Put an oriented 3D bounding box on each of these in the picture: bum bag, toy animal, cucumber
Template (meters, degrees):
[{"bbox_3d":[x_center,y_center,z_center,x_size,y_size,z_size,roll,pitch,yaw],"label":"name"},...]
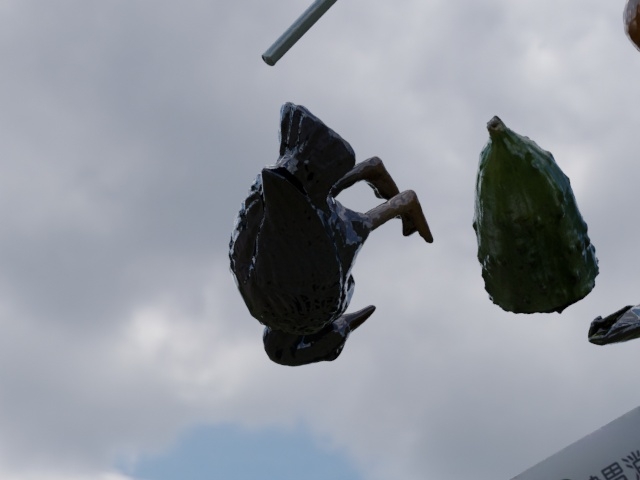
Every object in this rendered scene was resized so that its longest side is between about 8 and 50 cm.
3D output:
[{"bbox_3d":[0.491,0.095,2.532,0.106,0.060,0.232,-12,-16,-46],"label":"bum bag"},{"bbox_3d":[0.000,0.000,1.574,0.185,0.122,0.298,-35,-31,-8],"label":"toy animal"},{"bbox_3d":[0.224,-0.039,1.958,0.134,0.134,0.244,-4,-46,22],"label":"cucumber"}]

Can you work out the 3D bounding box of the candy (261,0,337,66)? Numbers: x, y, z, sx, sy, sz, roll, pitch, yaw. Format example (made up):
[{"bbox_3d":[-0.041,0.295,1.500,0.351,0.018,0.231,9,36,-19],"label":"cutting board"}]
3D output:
[{"bbox_3d":[0.073,-0.289,1.650,0.124,0.365,0.124,40,-15,13],"label":"candy"}]

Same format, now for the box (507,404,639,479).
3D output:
[{"bbox_3d":[0.308,0.280,1.848,0.332,0.145,0.173,-25,-18,-24],"label":"box"}]

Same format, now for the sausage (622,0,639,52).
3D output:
[{"bbox_3d":[0.314,-0.124,1.276,0.238,0.098,0.098,44,-11,29],"label":"sausage"}]
